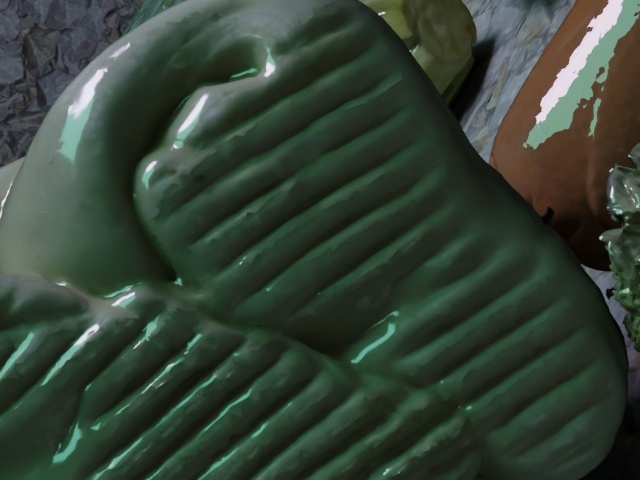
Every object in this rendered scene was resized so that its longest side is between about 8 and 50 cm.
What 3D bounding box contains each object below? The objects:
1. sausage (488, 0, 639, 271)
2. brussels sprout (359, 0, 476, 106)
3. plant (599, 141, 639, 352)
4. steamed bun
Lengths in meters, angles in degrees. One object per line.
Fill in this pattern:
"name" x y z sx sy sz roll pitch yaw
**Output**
"sausage" 0.208 -0.125 1.061 0.304 0.121 0.121 -57 16 -1
"brussels sprout" 0.035 -0.136 1.541 0.161 0.144 0.180 -29 7 -36
"plant" 0.197 0.003 0.925 0.122 0.104 0.116 -5 74 40
"steamed bun" -0.029 0.086 0.998 0.342 0.368 0.255 -40 -2 -10
